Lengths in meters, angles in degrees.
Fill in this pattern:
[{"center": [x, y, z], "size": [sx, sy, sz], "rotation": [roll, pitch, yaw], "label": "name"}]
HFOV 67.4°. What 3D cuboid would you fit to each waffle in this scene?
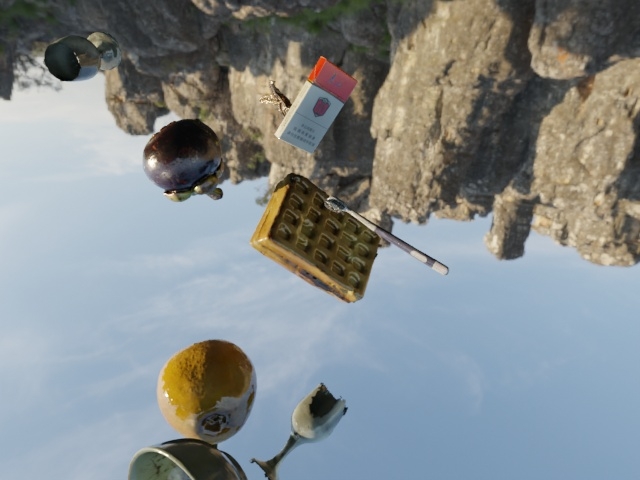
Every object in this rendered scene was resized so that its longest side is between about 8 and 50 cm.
[{"center": [0.000, 0.000, 1.236], "size": [0.328, 0.224, 0.098], "rotation": [35, 151, -26], "label": "waffle"}]

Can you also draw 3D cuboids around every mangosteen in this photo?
[{"center": [-0.314, -0.180, 1.159], "size": [0.192, 0.217, 0.192], "rotation": [-31, -160, 13], "label": "mangosteen"}]

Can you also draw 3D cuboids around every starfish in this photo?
[{"center": [-0.131, -0.447, 1.545], "size": [0.238, 0.213, 0.057], "rotation": [33, -102, 39], "label": "starfish"}]

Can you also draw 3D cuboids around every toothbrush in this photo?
[{"center": [0.129, -0.012, 0.961], "size": [0.288, 0.024, 0.026], "rotation": [33, -137, 15], "label": "toothbrush"}]

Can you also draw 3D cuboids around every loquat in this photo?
[{"center": [-0.308, 0.398, 1.304], "size": [0.275, 0.274, 0.275], "rotation": [4, -161, -1], "label": "loquat"}]

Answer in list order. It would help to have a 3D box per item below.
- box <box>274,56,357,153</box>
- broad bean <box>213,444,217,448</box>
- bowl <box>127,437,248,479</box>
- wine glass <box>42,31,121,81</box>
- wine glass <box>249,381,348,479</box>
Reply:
[{"center": [-0.011, -0.369, 1.334], "size": [0.139, 0.245, 0.035], "rotation": [18, -156, -45], "label": "box"}, {"center": [-0.324, 0.616, 1.377], "size": [0.060, 0.043, 0.297], "rotation": [6, -128, -3], "label": "broad bean"}, {"center": [-0.234, 0.510, 0.945], "size": [0.289, 0.289, 0.146], "rotation": [17, -161, 33], "label": "bowl"}, {"center": [-0.689, -0.537, 1.400], "size": [0.127, 0.126, 0.241], "rotation": [6, -151, 5], "label": "wine glass"}, {"center": [-0.057, 0.577, 1.432], "size": [0.143, 0.143, 0.321], "rotation": [23, -118, 44], "label": "wine glass"}]
